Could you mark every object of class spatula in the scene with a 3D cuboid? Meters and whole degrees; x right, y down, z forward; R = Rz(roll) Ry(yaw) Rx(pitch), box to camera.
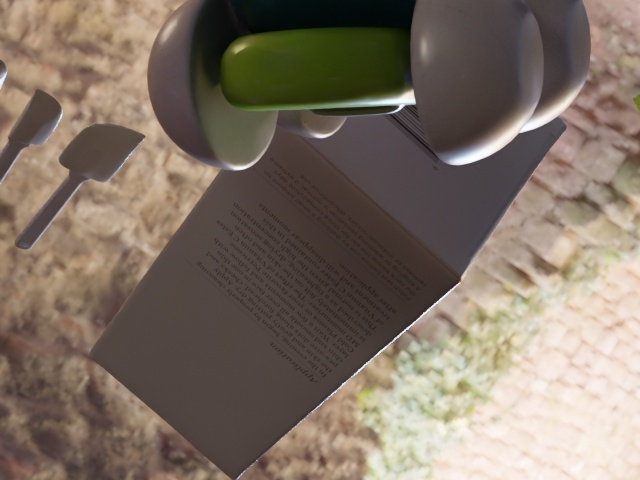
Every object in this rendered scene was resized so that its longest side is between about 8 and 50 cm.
[{"bbox_3d":[-0.272,-0.069,0.962,0.168,0.019,0.242,22,145,-25],"label":"spatula"}]

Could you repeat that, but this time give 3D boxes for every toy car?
[{"bbox_3d":[0.021,-0.105,0.478,0.159,0.136,0.182,1,-165,27],"label":"toy car"}]

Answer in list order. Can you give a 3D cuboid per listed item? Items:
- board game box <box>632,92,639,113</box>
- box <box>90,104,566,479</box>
[{"bbox_3d":[0.527,-0.183,1.228,0.078,0.347,0.233,37,-153,-26],"label":"board game box"},{"bbox_3d":[-0.004,0.003,0.893,0.168,0.345,0.215,42,-134,-1],"label":"box"}]
